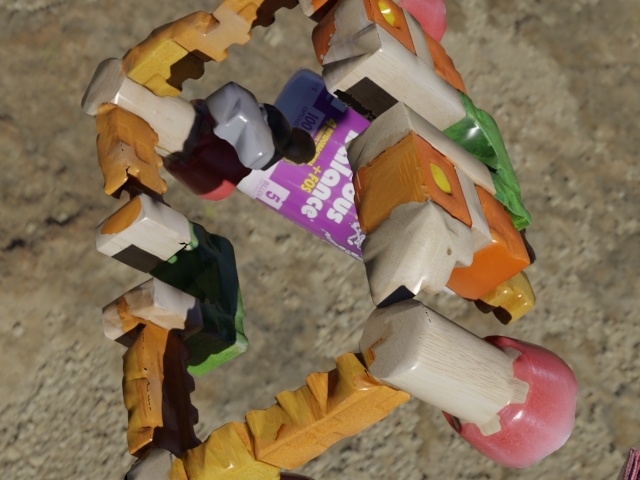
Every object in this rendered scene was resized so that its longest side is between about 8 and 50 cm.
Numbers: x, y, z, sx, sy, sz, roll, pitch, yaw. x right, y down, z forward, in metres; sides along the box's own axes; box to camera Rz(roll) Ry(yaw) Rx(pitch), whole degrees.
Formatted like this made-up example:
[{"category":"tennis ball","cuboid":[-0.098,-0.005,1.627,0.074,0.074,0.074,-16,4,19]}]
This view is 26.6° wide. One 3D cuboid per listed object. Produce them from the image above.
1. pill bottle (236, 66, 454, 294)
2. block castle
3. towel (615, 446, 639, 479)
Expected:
[{"category":"pill bottle","cuboid":[0.060,-0.063,1.611,0.301,0.169,0.169,30,47,-4]},{"category":"block castle","cuboid":[0.000,0.000,1.036,0.213,0.303,0.453,30,36,-43]},{"category":"towel","cuboid":[0.320,0.421,1.593,0.037,0.329,0.237,19,54,11]}]
